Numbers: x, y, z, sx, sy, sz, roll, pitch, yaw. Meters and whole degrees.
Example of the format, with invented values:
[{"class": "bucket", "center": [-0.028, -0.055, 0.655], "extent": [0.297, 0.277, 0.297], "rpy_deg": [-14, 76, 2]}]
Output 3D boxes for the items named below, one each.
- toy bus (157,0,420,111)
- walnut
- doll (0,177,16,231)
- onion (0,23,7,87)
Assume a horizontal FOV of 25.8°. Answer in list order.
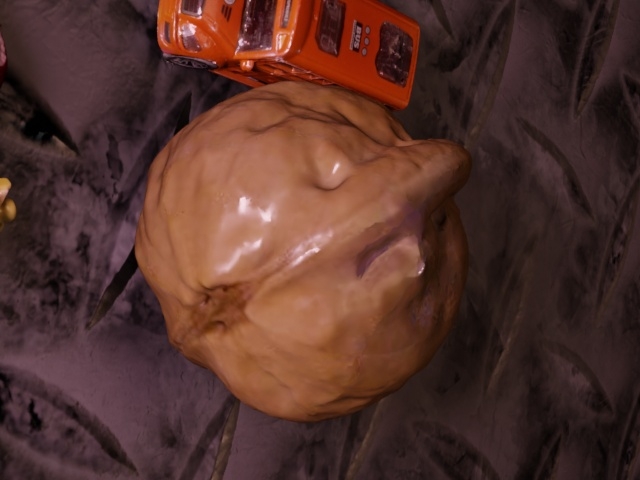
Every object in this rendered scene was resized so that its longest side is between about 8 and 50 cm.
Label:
[{"class": "toy bus", "center": [-0.031, -0.237, 1.574], "extent": [0.329, 0.153, 0.143], "rpy_deg": [16, 82, -51]}, {"class": "walnut", "center": [-0.011, -0.002, 1.489], "extent": [0.383, 0.384, 0.383], "rpy_deg": [-6, 98, -51]}, {"class": "doll", "center": [-0.384, -0.031, 1.208], "extent": [0.117, 0.086, 0.291], "rpy_deg": [-48, 146, 17]}, {"class": "onion", "center": [-0.350, -0.176, 1.222], "extent": [0.198, 0.135, 0.173], "rpy_deg": [-85, 156, -82]}]
